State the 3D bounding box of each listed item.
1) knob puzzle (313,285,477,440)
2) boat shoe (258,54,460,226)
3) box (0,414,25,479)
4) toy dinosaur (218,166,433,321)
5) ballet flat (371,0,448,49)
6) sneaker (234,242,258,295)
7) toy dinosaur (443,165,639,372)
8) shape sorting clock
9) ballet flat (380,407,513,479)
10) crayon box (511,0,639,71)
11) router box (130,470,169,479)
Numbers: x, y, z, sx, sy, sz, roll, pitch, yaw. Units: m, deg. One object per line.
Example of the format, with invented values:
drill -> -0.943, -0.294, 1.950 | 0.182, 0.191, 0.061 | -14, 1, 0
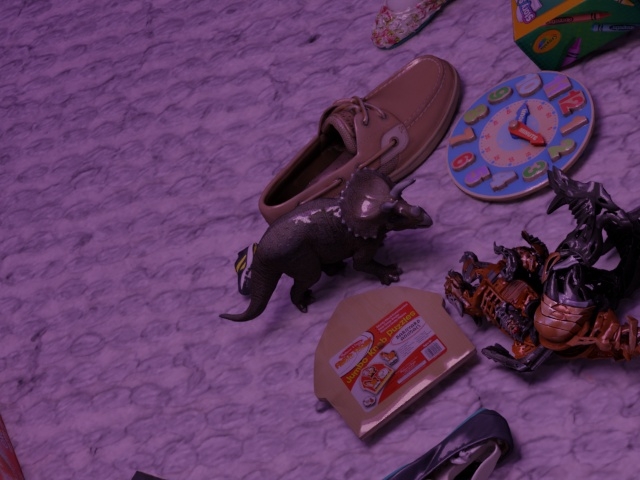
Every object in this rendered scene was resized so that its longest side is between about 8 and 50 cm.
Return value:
knob puzzle -> 0.075, 0.132, 1.742 | 0.213, 0.030, 0.213 | -18, 46, 20
boat shoe -> 0.056, -0.131, 1.927 | 0.122, 0.110, 0.341 | 26, 70, 44
box -> -0.505, 0.270, 1.916 | 0.154, 0.142, 0.300 | -35, 42, 0
toy dinosaur -> 0.000, 0.000, 1.812 | 0.314, 0.160, 0.121 | -19, 45, 17
ballet flat -> 0.158, -0.377, 2.103 | 0.241, 0.077, 0.091 | -40, 43, -3
sneaker -> -0.098, 0.042, 1.940 | 0.035, 0.031, 0.083 | -23, 38, 34
toy dinosaur -> 0.288, 0.059, 1.618 | 0.322, 0.164, 0.218 | 23, 82, 24
shape sorting clock -> 0.252, -0.137, 1.857 | 0.206, 0.040, 0.206 | -18, 45, 19
ballet flat -> 0.126, 0.261, 1.569 | 0.203, 0.074, 0.074 | -37, 42, -4
crayon box -> 0.341, -0.372, 1.949 | 0.165, 0.081, 0.278 | -28, 41, 31
router box -> -0.177, 0.430, 1.487 | 0.081, 0.243, 0.308 | 10, 59, 38
